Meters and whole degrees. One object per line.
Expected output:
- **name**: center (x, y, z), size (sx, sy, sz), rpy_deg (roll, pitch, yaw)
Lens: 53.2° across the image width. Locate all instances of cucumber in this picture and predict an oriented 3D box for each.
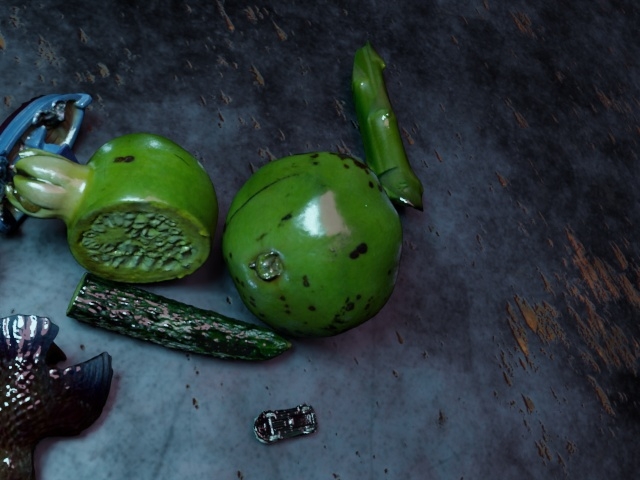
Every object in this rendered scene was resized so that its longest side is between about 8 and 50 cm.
- **cucumber**: center (-0.175, 0.113, 0.835), size (0.293, 0.067, 0.068), rpy_deg (19, 59, -18)

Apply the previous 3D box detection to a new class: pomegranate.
- **pomegranate**: center (0.000, 0.000, 0.874), size (0.270, 0.254, 0.254), rpy_deg (-26, 78, -48)
- **pomegranate**: center (-0.253, -0.051, 0.816), size (0.240, 0.190, 0.159), rpy_deg (-4, 55, -9)

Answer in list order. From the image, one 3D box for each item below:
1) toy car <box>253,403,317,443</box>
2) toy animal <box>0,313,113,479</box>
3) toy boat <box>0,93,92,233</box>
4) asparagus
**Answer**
- **toy car**: center (-0.048, 0.244, 0.850), size (0.093, 0.025, 0.041), rpy_deg (-2, 65, -29)
- **toy animal**: center (-0.334, 0.183, 0.696), size (0.218, 0.116, 0.180), rpy_deg (6, 62, -29)
- **toy boat**: center (-0.364, -0.112, 0.831), size (0.097, 0.100, 0.223), rpy_deg (14, 60, 14)
- **asparagus**: center (0.103, -0.192, 1.102), size (0.082, 0.085, 0.343), rpy_deg (-2, 65, -29)
